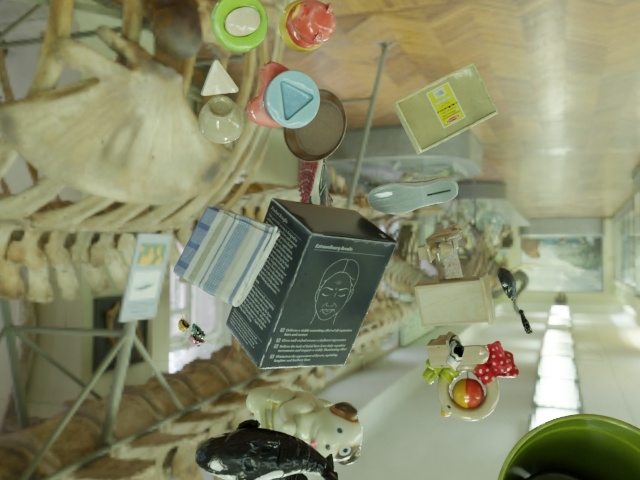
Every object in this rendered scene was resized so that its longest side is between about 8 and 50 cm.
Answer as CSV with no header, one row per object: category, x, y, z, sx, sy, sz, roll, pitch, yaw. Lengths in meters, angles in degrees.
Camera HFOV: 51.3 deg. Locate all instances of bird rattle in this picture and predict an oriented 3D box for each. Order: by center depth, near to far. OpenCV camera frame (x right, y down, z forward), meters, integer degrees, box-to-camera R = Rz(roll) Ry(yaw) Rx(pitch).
bird rattle,0.404,0.378,1.795,0.253,0.207,0.143,-1,167,6

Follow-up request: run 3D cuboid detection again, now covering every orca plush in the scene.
orca plush,-0.094,0.428,1.304,0.287,0.151,0.102,23,145,-6

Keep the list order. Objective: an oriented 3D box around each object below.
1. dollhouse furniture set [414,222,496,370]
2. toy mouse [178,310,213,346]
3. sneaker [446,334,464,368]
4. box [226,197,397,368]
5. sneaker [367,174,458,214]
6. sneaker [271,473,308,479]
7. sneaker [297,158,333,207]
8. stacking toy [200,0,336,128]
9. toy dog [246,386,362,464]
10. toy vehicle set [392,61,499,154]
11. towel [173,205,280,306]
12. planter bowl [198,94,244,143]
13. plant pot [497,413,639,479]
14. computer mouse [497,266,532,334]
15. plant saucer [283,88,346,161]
dollhouse furniture set,0.388,0.126,1.714,0.173,0.303,0.355,-8,-171,28
toy mouse,-0.426,0.324,2.261,0.143,0.031,0.161,40,-172,-26
sneaker,0.263,0.207,1.274,0.031,0.037,0.083,26,-144,-6
box,-0.030,0.119,1.775,0.293,0.396,0.212,7,-156,-39
sneaker,0.263,-0.133,1.918,0.258,0.094,0.091,-6,-164,3
sneaker,-0.132,0.811,2.307,0.216,0.079,0.121,19,147,-10
sneaker,-0.010,-0.156,2.243,0.112,0.299,0.121,-5,-162,-27
stacking toy,-0.109,-0.414,1.503,0.279,0.309,0.130,9,-172,-25
toy dog,-0.028,0.721,2.524,0.407,0.285,0.395,1,178,44
toy vehicle set,0.360,-0.381,1.920,0.266,0.166,0.035,-27,-176,-7
towel,-0.233,0.030,1.617,0.285,0.209,0.034,20,169,45
planter bowl,-0.345,-0.434,2.316,0.162,0.162,0.109,0,154,-8
plant pot,0.521,0.568,1.355,0.366,0.367,0.353,0,156,8
computer mouse,0.631,0.191,2.135,0.041,0.242,0.071,-24,-169,22
plant saucer,-0.010,-0.307,1.797,0.198,0.199,0.036,-1,176,29
